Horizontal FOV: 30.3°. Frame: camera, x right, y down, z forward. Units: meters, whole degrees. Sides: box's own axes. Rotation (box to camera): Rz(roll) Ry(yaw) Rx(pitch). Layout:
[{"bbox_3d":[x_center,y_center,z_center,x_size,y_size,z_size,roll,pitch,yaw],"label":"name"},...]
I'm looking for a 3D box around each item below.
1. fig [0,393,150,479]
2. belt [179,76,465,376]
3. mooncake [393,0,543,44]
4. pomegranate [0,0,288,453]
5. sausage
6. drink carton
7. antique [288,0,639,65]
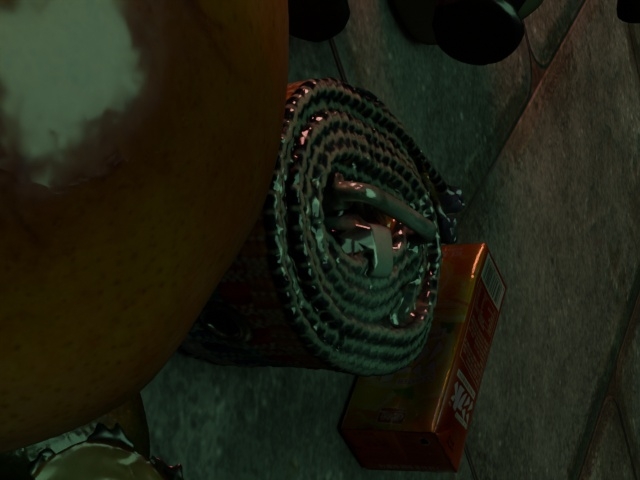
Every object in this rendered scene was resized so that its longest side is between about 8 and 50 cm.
[{"bbox_3d":[-0.177,0.098,0.612,0.177,0.117,0.117,7,80,-45],"label":"fig"},{"bbox_3d":[0.000,0.000,0.872,0.295,0.160,0.207,34,58,-54],"label":"belt"},{"bbox_3d":[0.153,-0.339,1.217,0.275,0.135,0.275,3,86,-57],"label":"mooncake"},{"bbox_3d":[-0.155,-0.064,0.488,0.319,0.319,0.319,11,77,-60],"label":"pomegranate"},{"bbox_3d":[-0.135,0.169,0.569,0.083,0.264,0.083,12,58,-20],"label":"sausage"},{"bbox_3d":[0.100,0.106,1.106,0.071,0.096,0.223,60,38,-38],"label":"drink carton"},{"bbox_3d":[0.129,-0.290,0.973,0.185,0.322,0.255,79,25,-48],"label":"antique"}]
